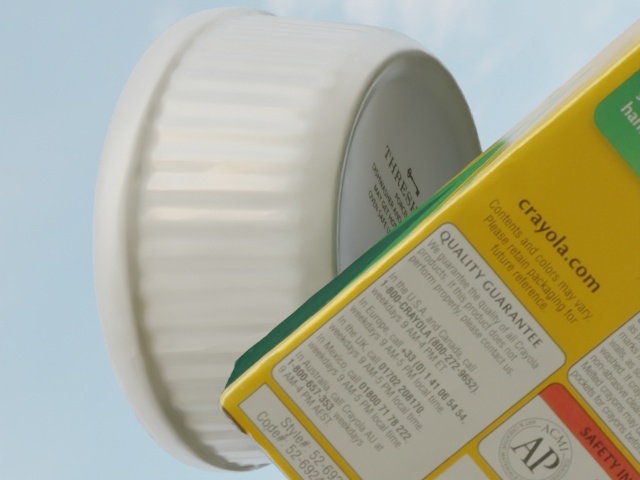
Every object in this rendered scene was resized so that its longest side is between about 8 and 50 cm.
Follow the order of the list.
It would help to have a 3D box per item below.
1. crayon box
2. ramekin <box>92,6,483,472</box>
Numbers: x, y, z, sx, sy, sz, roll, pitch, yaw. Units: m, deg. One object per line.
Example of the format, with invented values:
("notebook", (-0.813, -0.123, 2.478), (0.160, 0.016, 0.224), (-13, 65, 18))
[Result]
("crayon box", (0.144, 0.034, 0.651), (0.323, 0.083, 0.203), (-40, -86, 8))
("ramekin", (0.000, 0.000, 0.848), (0.273, 0.127, 0.273), (-2, -88, -61))
